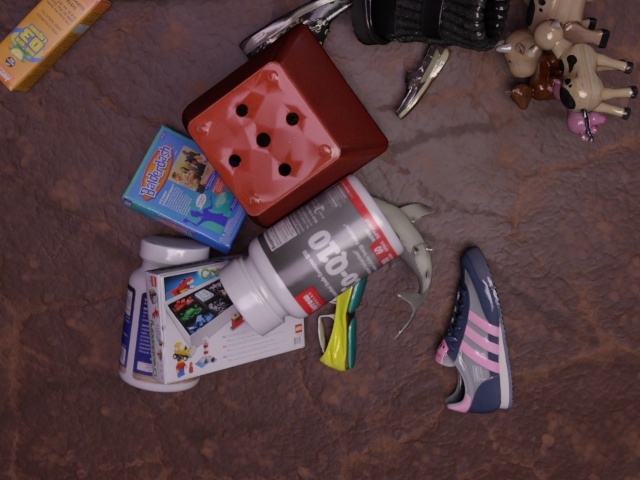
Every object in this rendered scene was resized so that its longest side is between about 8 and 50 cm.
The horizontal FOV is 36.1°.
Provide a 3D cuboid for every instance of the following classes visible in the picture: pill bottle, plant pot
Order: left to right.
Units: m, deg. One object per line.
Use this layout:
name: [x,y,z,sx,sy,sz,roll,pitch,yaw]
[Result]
pill bottle: [-0.280,0.130,1.793,0.153,0.153,0.264,9,101,0]
plant pot: [-0.073,-0.174,1.612,0.267,0.236,0.267,-35,96,12]
pill bottle: [-0.017,0.029,1.650,0.283,0.161,0.161,-34,98,2]

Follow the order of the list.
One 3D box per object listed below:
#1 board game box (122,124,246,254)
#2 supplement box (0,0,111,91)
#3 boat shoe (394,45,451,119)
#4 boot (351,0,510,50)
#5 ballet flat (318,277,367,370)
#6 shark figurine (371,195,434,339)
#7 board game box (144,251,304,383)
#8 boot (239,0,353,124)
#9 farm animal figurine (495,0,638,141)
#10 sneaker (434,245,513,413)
board game box: [-0.227,-0.092,1.770,0.210,0.047,0.160,26,69,-4]
supplement box: [-0.484,-0.368,1.745,0.233,0.080,0.078,-43,95,10]
boat shoe: [0.175,-0.288,1.761,0.049,0.056,0.152,35,90,0]
boot: [0.186,-0.485,1.621,0.260,0.131,0.348,7,105,38]
ballet flat: [0.037,0.132,1.832,0.077,0.077,0.231,11,103,16]
shark figurine: [0.148,0.037,1.782,0.166,0.278,0.116,-6,147,-29]
board game box: [-0.162,0.126,1.749,0.305,0.053,0.193,-10,103,-39]
boot: [-0.003,-0.329,1.742,0.236,0.085,0.178,-26,103,7]
farm animal figurine: [0.383,-0.336,1.598,0.172,0.330,0.326,7,99,-10]
sneaker: [0.270,0.173,1.811,0.131,0.112,0.319,-10,99,0]
